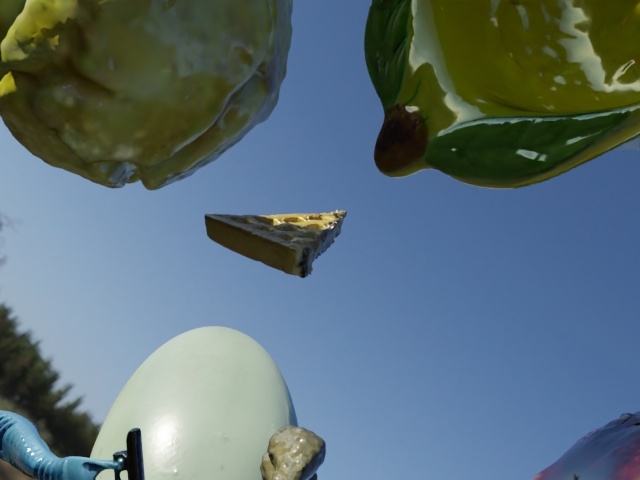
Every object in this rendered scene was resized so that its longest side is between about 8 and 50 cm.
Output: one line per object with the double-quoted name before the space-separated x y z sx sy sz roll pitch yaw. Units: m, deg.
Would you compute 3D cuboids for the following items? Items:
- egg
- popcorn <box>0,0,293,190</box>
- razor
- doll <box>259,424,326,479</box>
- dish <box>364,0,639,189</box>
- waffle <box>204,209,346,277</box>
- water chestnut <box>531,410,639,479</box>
"egg" -0.132 0.245 1.265 0.371 0.230 0.230 -80 154 -48
"popcorn" -0.105 -0.131 0.684 0.183 0.221 0.204 18 -74 15
"razor" -0.193 0.153 0.824 0.253 0.042 0.082 5 -80 55
"doll" -0.061 0.231 0.775 0.091 0.286 0.203 33 -28 -2
"dish" 0.106 -0.087 0.354 0.080 0.208 0.149 26 23 -45
"waffle" 0.000 0.000 0.815 0.097 0.152 0.023 20 -76 37
"water chestnut" 0.212 0.262 0.713 0.335 0.346 0.335 -5 90 -88
